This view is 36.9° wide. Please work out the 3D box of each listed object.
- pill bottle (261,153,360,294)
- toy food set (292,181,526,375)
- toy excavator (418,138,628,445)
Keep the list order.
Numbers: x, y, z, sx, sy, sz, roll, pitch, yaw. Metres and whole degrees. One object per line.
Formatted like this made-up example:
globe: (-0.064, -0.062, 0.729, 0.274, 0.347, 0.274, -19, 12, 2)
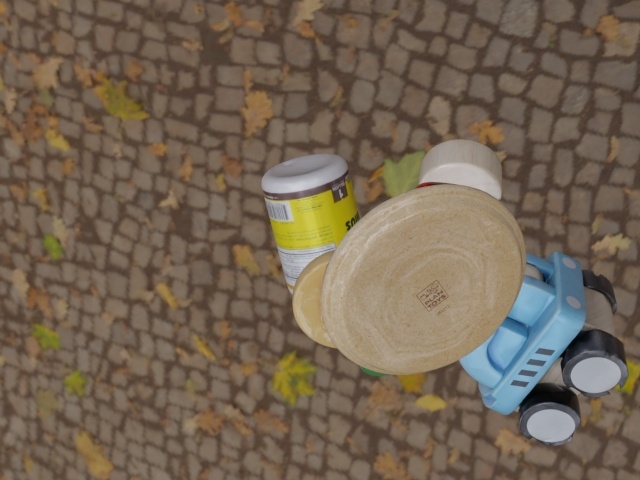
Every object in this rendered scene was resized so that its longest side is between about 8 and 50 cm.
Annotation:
pill bottle: (0.000, 0.000, 1.286, 0.117, 0.117, 0.215, -2, 113, 30)
toy food set: (0.037, 0.016, 0.353, 0.082, 0.020, 0.083, 32, 104, -31)
toy excavator: (0.306, 0.088, 1.612, 0.445, 0.222, 0.433, 22, 127, -7)
